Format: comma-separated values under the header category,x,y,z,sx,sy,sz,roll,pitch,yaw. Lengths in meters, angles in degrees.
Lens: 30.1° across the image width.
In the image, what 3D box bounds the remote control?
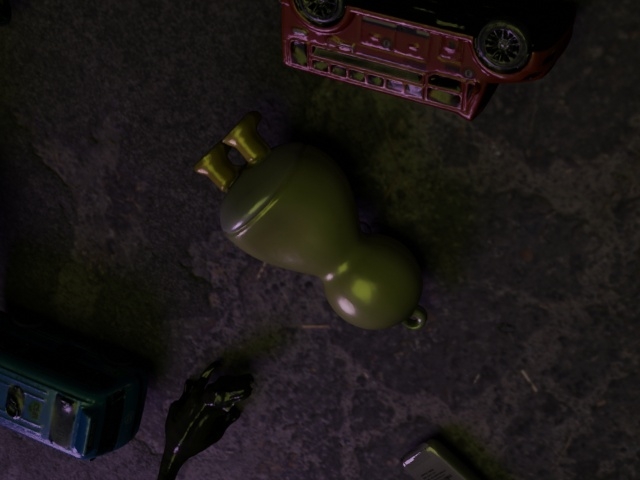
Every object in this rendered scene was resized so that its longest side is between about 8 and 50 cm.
category,x,y,z,sx,sy,sz,roll,pitch,yaw
remote control,0.206,0.330,1.417,0.261,0.029,0.067,42,131,-7

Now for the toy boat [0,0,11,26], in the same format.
category,x,y,z,sx,sy,sz,roll,pitch,yaw
toy boat,-0.433,-0.301,1.271,0.246,0.093,0.103,36,139,2

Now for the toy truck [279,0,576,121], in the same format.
category,x,y,z,sx,sy,sz,roll,pitch,yaw
toy truck,0.094,-0.185,1.063,0.252,0.107,0.114,19,129,18

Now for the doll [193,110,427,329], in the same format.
category,x,y,z,sx,sy,sz,roll,pitch,yaw
doll,0.002,-0.006,1.243,0.296,0.117,0.141,40,118,-20

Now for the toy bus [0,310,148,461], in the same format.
category,x,y,z,sx,sy,sz,roll,pitch,yaw
toy bus,-0.354,0.186,1.524,0.246,0.134,0.113,20,111,15

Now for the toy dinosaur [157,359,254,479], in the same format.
category,x,y,z,sx,sy,sz,roll,pitch,yaw
toy dinosaur,-0.161,0.234,1.442,0.087,0.179,0.187,31,128,4
